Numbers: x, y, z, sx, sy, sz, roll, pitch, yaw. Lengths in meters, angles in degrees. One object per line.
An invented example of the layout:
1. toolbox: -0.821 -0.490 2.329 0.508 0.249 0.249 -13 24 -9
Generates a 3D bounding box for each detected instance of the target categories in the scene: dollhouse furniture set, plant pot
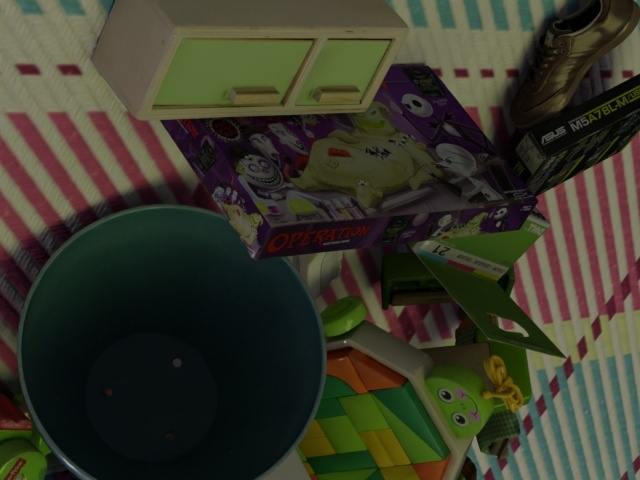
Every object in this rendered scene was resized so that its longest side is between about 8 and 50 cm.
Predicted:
1. dollhouse furniture set: 0.155 0.149 1.992 0.151 0.197 0.301 -5 161 -1
2. plant pot: -0.155 0.133 1.619 0.290 0.290 0.195 -26 168 -19

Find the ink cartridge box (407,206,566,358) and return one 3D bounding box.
1. ink cartridge box: 0.178 -0.001 1.770 0.097 0.255 0.189 -49 148 16

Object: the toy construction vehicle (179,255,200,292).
1. toy construction vehicle: -0.105 0.010 1.712 0.086 0.035 0.098 -11 132 -40

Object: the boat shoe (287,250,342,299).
1. boat shoe: 0.000 0.000 1.778 0.063 0.066 0.184 -36 150 -23

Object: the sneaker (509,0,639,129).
1. sneaker: 0.260 -0.206 1.794 0.071 0.066 0.188 31 112 -30

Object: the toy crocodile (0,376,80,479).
1. toy crocodile: -0.377 0.198 1.598 0.341 0.115 0.105 -8 124 -43

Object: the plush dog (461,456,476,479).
1. plush dog: 0.068 0.270 2.037 0.262 0.225 0.210 -28 147 -17

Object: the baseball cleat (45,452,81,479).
1. baseball cleat: -0.272 0.236 1.793 0.206 0.072 0.109 -8 140 -37

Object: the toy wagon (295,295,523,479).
1. toy wagon: 0.065 0.188 1.819 0.344 0.267 0.068 -14 -156 43

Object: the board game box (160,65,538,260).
1. board game box: 0.028 -0.083 1.557 0.347 0.208 0.056 -7 136 -42

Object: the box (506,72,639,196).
1. box: 0.297 -0.114 1.894 0.184 0.045 0.190 -30 169 -16

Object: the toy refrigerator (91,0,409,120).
1. toy refrigerator: -0.056 -0.172 1.463 0.270 0.094 0.102 -6 136 -42

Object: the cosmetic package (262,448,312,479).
1. cosmetic package: -0.177 0.435 1.810 0.394 0.329 0.327 -27 173 -20
